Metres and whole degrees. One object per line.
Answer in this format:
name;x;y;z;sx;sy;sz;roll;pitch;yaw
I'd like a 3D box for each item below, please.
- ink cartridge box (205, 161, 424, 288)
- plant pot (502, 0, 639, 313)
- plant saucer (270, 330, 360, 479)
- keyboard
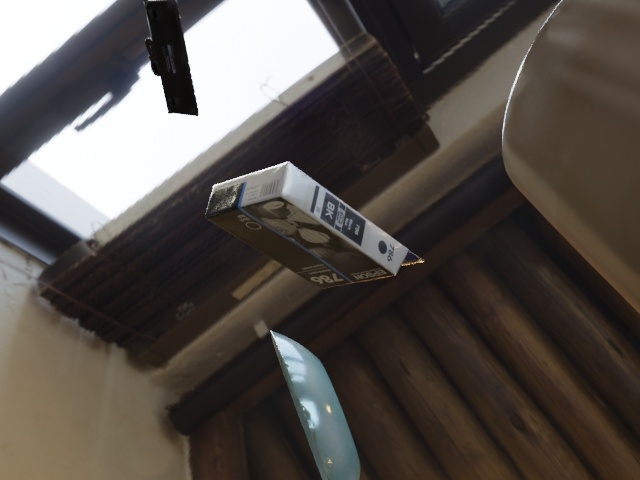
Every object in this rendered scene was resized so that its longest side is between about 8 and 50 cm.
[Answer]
ink cartridge box;0.000;0.000;1.193;0.165;0.333;0.065;-14;-124;42
plant pot;0.291;-0.055;0.519;0.280;0.323;0.323;36;-96;37
plant saucer;0.001;0.172;0.741;0.038;0.195;0.195;-21;-127;-7
keyboard;-0.234;-0.284;1.202;0.108;0.180;0.023;14;-149;43
